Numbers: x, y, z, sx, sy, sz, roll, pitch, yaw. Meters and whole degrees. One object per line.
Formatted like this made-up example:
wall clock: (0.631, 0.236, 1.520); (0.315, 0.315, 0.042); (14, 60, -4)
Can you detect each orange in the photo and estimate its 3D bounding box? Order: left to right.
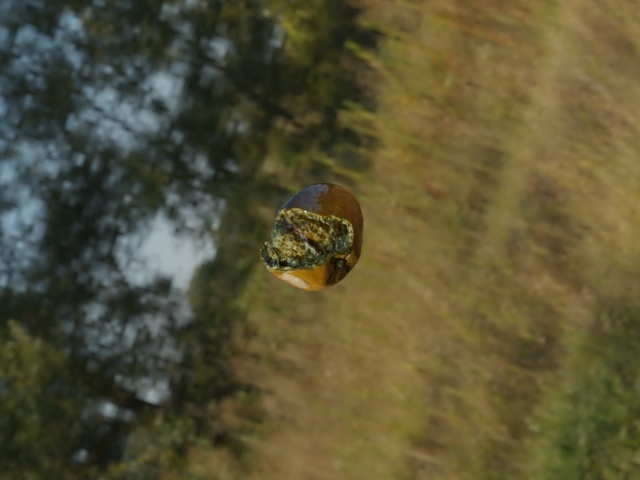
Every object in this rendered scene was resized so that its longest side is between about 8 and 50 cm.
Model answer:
orange: (0.000, 0.000, 1.197); (0.086, 0.062, 0.086); (-47, -15, -17)
